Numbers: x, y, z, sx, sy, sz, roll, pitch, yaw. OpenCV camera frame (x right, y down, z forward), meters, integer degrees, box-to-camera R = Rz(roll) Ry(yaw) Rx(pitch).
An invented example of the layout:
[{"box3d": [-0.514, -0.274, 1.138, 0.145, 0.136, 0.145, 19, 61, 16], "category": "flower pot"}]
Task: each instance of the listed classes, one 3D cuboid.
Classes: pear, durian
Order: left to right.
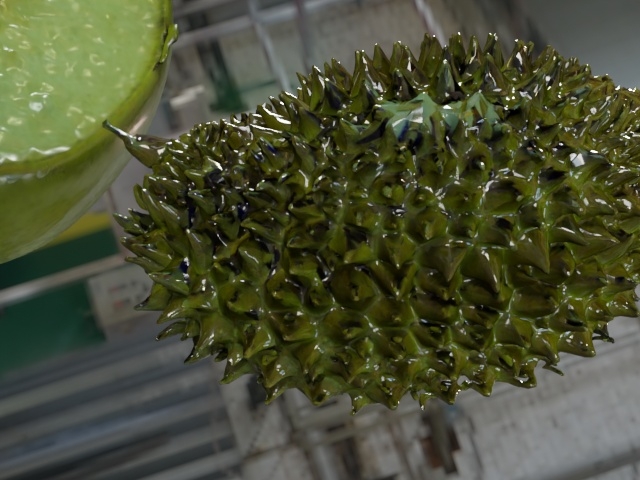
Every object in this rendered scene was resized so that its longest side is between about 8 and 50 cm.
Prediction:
[{"box3d": [-0.256, -0.104, 1.069, 0.318, 0.238, 0.342, -47, -128, 46], "category": "pear"}, {"box3d": [0.029, -0.014, 0.580, 0.095, 0.220, 0.137, 82, 0, -58], "category": "durian"}]
